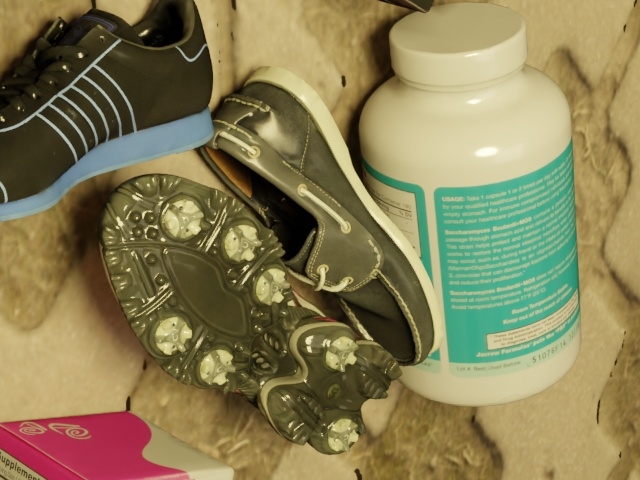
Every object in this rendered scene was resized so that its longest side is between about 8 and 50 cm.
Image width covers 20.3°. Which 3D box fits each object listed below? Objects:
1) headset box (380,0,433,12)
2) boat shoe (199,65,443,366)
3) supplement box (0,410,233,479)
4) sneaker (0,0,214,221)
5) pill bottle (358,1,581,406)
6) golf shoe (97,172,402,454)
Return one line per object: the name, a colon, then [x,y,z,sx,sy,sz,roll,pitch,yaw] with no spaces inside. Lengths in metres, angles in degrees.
headset box: [-0.017,-0.290,1.036,0.293,0.110,0.218,21,91,-48]
boat shoe: [0.000,0.000,1.176,0.079,0.084,0.233,-50,119,-32]
supplement box: [-0.147,0.230,1.123,0.111,0.114,0.220,1,107,-45]
sneaker: [-0.153,-0.077,1.016,0.232,0.081,0.090,-27,122,-44]
pill bottle: [0.105,-0.027,1.246,0.146,0.146,0.264,-29,126,-35]
golf shoe: [-0.066,0.044,1.127,0.105,0.120,0.273,-52,134,-9]
